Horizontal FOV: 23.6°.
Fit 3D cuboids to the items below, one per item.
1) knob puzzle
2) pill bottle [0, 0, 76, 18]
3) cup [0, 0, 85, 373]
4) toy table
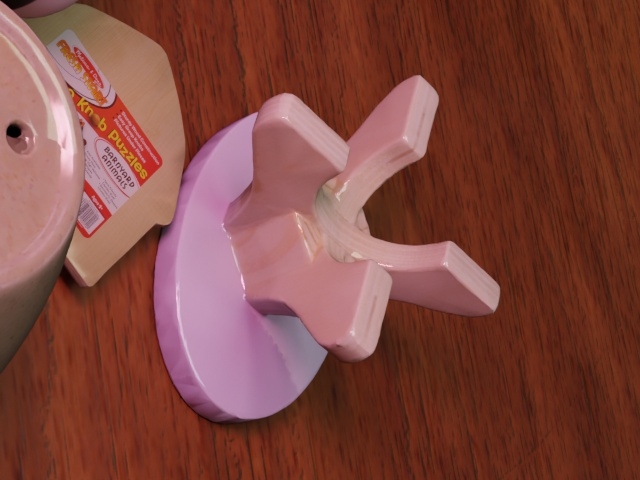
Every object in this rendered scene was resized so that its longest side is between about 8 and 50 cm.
[{"bbox_3d":[-0.170,-0.086,1.104,0.213,0.030,0.213,20,61,-42],"label":"knob puzzle"},{"bbox_3d":[-0.279,-0.278,0.936,0.334,0.188,0.188,21,61,-41],"label":"pill bottle"},{"bbox_3d":[-0.263,-0.025,0.822,0.331,0.237,0.331,20,62,-43],"label":"cup"},{"bbox_3d":[0.000,0.000,1.163,0.252,0.161,0.274,30,54,-38],"label":"toy table"}]
